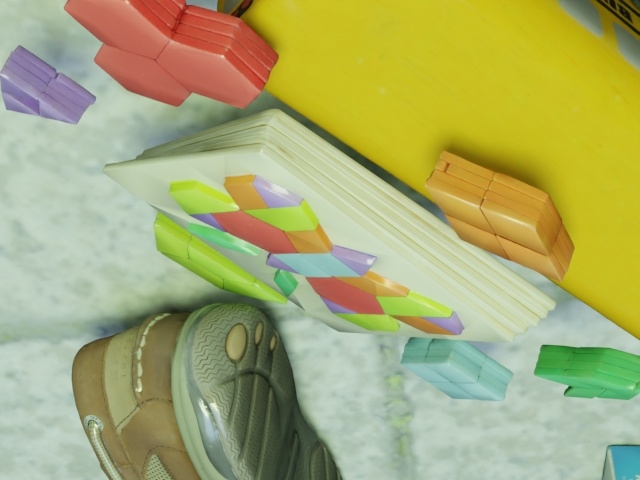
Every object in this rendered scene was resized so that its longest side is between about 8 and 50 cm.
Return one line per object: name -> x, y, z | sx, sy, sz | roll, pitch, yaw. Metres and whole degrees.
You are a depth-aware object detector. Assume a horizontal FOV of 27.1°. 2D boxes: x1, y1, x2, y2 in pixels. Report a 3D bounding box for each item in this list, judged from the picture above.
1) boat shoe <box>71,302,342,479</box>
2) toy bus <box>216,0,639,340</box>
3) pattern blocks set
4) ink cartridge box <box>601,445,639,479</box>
boat shoe -> -0.059, 0.165, 0.815 | 0.116, 0.123, 0.324 | -3, 127, 17
toy bus -> 0.063, -0.089, 0.574 | 0.332, 0.130, 0.108 | 32, 124, -23
pattern blocks set -> 0.000, 0.000, 0.618 | 0.325, 0.026, 0.285 | 30, 161, -17
ink cartridge box -> 0.242, 0.178, 0.844 | 0.122, 0.052, 0.088 | -1, 130, 2
